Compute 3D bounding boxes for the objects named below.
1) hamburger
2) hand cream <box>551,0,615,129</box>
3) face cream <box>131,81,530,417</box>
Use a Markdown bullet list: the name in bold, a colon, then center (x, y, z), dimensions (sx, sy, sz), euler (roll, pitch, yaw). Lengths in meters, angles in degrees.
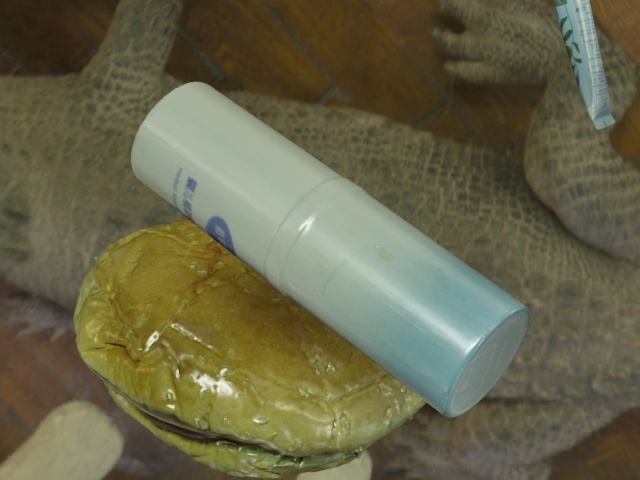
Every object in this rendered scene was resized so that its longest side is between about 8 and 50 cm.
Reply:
- **hamburger**: center (-0.080, 0.085, 0.994), dimensions (0.309, 0.211, 0.132), euler (28, 125, 29)
- **hand cream**: center (0.419, -0.311, 1.968), dimensions (0.058, 0.091, 0.271), euler (-14, 95, 31)
- **face cream**: center (0.000, 0.000, 0.714), dimensions (0.250, 0.077, 0.077), euler (35, 119, 26)
